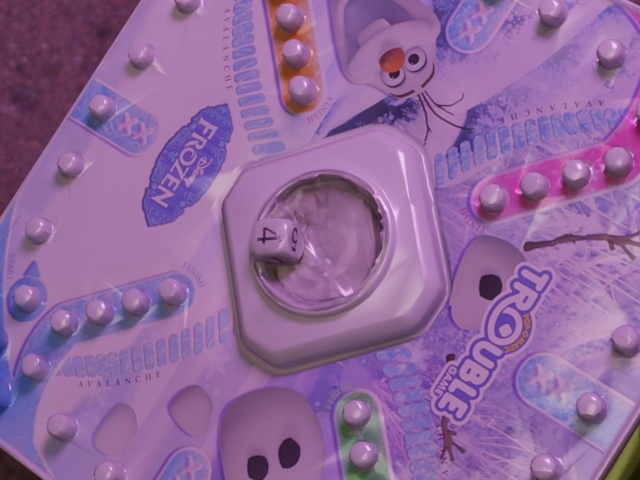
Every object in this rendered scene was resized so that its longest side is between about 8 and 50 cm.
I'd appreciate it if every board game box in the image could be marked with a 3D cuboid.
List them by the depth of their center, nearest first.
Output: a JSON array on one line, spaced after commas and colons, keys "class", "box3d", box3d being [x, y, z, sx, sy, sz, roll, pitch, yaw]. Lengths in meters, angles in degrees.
[{"class": "board game box", "box3d": [0.000, 0.000, 0.993, 0.390, 0.050, 0.390, 32, 88, 27]}]

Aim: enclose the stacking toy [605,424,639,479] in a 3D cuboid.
[{"class": "stacking toy", "box3d": [0.062, 0.169, 0.994, 0.309, 0.130, 0.279, -7, 79, 10]}]
